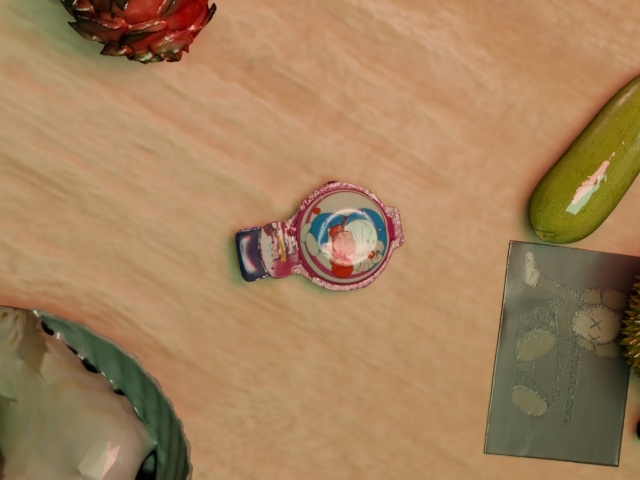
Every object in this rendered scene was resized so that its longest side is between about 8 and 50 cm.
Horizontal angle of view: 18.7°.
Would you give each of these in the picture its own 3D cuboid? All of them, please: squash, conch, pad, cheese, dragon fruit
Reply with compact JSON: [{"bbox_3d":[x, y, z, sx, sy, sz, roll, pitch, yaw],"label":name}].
[{"bbox_3d":[0.254,-0.077,1.679,0.066,0.066,0.201,43,81,-11],"label":"squash"},{"bbox_3d":[-0.255,0.212,1.492,0.319,0.215,0.303,24,52,15],"label":"conch"},{"bbox_3d":[0.215,0.101,1.709,0.127,0.004,0.190,6,92,-13],"label":"pad"},{"bbox_3d":[0.000,0.000,1.638,0.145,0.038,0.095,-11,95,-13],"label":"cheese"},{"bbox_3d":[-0.154,-0.199,1.553,0.142,0.130,0.121,33,45,-49],"label":"dragon fruit"}]

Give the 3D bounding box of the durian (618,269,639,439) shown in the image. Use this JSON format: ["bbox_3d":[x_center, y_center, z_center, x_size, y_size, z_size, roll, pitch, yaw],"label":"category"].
[{"bbox_3d":[0.343,0.091,1.657,0.146,0.159,0.198,-17,98,-12],"label":"durian"}]
